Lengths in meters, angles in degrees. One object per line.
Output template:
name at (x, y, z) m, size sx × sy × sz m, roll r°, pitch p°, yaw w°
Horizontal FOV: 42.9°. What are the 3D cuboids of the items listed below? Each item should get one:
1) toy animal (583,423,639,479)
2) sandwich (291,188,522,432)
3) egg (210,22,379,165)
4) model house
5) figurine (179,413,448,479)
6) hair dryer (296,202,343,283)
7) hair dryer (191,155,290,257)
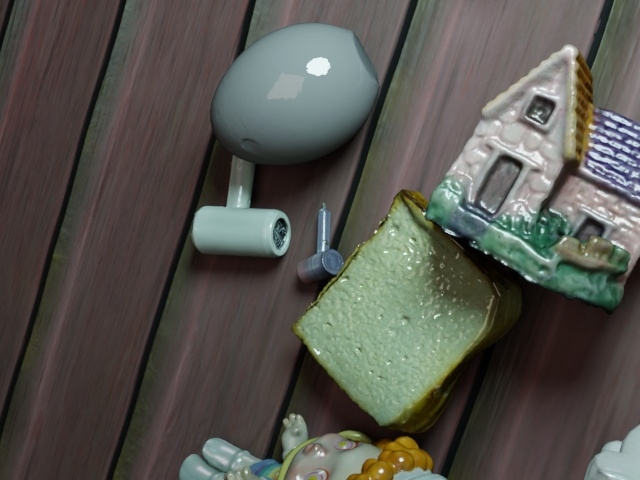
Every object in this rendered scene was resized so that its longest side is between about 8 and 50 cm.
toy animal at (0.363, 0.348, 0.848) m, size 0.205 × 0.272 × 0.265 m, roll 2°, pitch 112°, yaw -1°
sandwich at (0.112, 0.094, 1.040) m, size 0.226 × 0.087 × 0.251 m, roll 45°, pitch 107°, yaw 30°
egg at (-0.039, -0.189, 1.083) m, size 0.231 × 0.176 × 0.176 m, roll -23°, pitch 77°, yaw 22°
model house at (0.278, -0.076, 0.907) m, size 0.237 × 0.202 × 0.237 m, roll 32°, pitch 102°, yaw 24°
figurine at (-0.004, 0.338, 1.067) m, size 0.381 × 0.224 × 0.205 m, roll 10°, pitch 115°, yaw 50°
hair dryer at (0.000, 0.000, 1.132) m, size 0.063 × 0.037 × 0.114 m, roll -22°, pitch 59°, yaw 49°
hair dryer at (-0.102, -0.094, 1.181) m, size 0.131 × 0.073 × 0.237 m, roll 2°, pitch 79°, yaw 25°
